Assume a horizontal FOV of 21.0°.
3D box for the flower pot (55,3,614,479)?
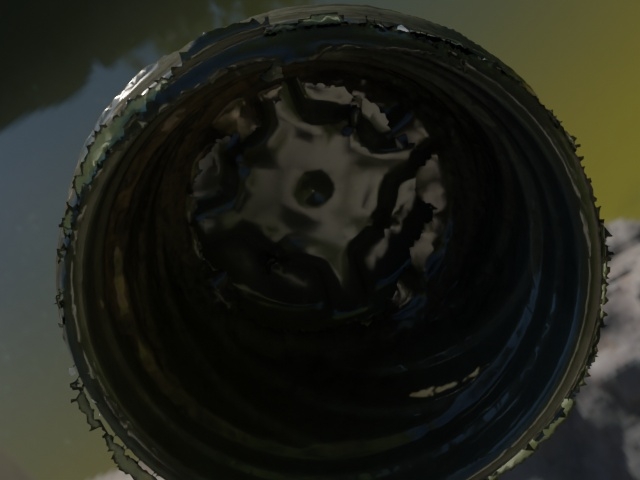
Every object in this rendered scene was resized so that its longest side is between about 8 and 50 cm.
[{"bbox_3d":[0.000,0.000,0.755,0.235,0.235,0.140,-32,20,5],"label":"flower pot"}]
